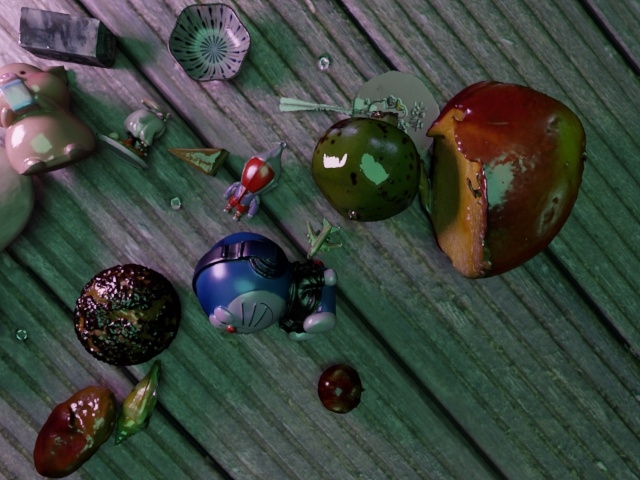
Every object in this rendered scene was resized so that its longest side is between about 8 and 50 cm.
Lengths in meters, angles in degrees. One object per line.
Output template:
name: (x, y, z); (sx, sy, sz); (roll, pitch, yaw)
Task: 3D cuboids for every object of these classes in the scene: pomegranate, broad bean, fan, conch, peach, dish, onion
pomegranate: (0.109, -0.175, 1.000); (0.254, 0.254, 0.270); (14, 89, -5)
broad bean: (-0.566, 0.442, 1.015); (0.228, 0.156, 0.122); (-48, 129, 8)
fan: (0.105, -0.320, 1.098); (0.415, 0.012, 0.233); (7, 92, -7)
conch: (-0.430, 0.395, 1.052); (0.080, 0.095, 0.200); (26, 90, -35)
peach: (0.382, -0.121, 0.968); (0.353, 0.339, 0.416); (26, 95, -4)
dish: (-0.258, -0.458, 1.041); (0.191, 0.066, 0.190); (0, 94, -4)
onion: (0.046, 0.364, 1.074); (0.119, 0.118, 0.117); (0, 76, -4)

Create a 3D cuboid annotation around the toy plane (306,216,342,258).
toy plane: (0.000, 0.000, 1.092); (0.102, 0.040, 0.111); (35, 91, -3)

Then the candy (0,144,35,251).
candy: (-0.842, -0.099, 0.915); (0.427, 0.186, 0.386); (-1, 74, -18)

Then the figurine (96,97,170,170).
figurine: (-0.423, -0.259, 1.020); (0.132, 0.132, 0.153); (31, 77, -5)

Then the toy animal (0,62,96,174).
toy animal: (-0.619, -0.262, 0.948); (0.195, 0.213, 0.256); (-26, 95, -16)

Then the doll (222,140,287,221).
doll: (-0.153, -0.147, 1.057); (0.102, 0.075, 0.227); (37, 99, 5)

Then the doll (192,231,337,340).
doll: (-0.132, 0.108, 0.996); (0.310, 0.284, 0.240); (11, 52, -17)

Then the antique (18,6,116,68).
antique: (-0.572, -0.461, 1.007); (0.183, 0.088, 0.086); (7, 93, -4)

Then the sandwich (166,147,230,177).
sandwich: (-0.289, -0.213, 1.045); (0.116, 0.074, 0.074); (32, 92, -4)

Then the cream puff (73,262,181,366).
cream puff: (-0.444, 0.172, 1.006); (0.239, 0.165, 0.239); (-1, 95, -6)
